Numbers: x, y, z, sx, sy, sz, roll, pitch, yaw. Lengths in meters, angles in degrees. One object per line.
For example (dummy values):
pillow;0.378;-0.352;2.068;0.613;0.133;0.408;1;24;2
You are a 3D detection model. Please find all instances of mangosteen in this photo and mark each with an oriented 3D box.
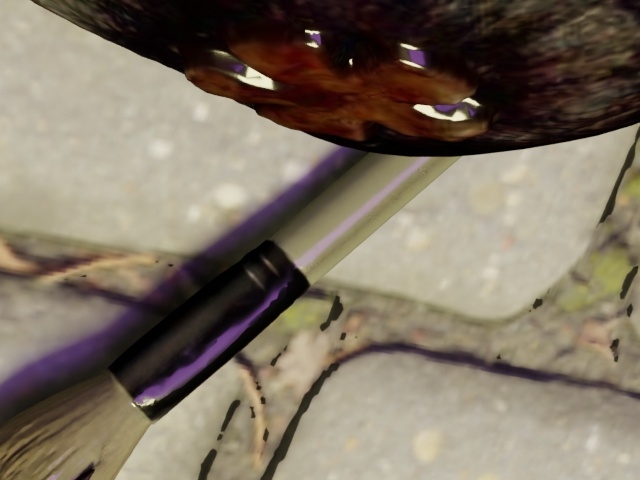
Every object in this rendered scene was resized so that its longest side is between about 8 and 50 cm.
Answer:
mangosteen;0.028;-0.175;0.462;0.275;0.275;0.302;17;72;-30

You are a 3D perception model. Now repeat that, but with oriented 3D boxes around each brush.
brush;0.000;0.000;0.633;0.299;0.039;0.042;-40;165;-4
